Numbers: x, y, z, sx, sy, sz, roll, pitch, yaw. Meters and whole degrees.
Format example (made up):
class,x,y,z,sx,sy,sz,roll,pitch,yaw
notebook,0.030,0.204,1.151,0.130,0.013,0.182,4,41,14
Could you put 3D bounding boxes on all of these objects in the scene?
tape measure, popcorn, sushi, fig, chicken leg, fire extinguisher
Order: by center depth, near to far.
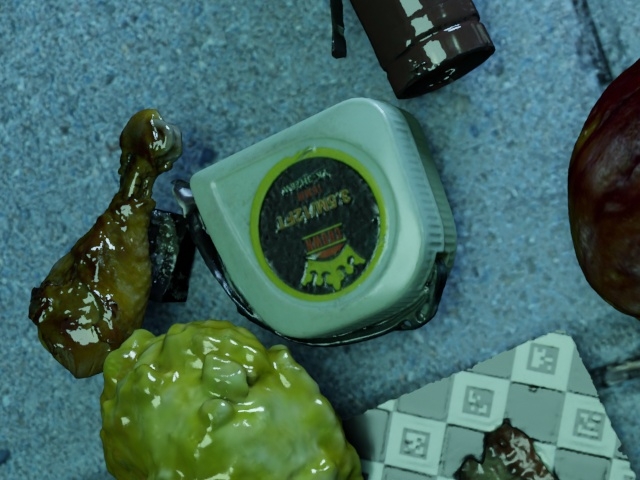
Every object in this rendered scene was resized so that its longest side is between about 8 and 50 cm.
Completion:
class,x,y,z,sx,sy,sz,roll,pitch,yaw
fig,0.301,-0.048,0.923,0.263,0.224,0.224,-38,77,20
popcorn,-0.089,0.197,1.043,0.233,0.192,0.266,5,123,33
sushi,0.161,0.220,1.049,0.219,0.047,0.231,-25,84,13
fire extinguisher,0.024,-0.290,1.069,0.141,0.105,0.341,-25,83,-10
tape measure,0.000,0.000,1.079,0.235,0.115,0.207,-23,81,25
chicken leg,-0.184,0.003,1.095,0.107,0.087,0.252,21,89,20
sushi,-0.168,0.010,1.158,0.084,0.056,0.083,14,93,17
